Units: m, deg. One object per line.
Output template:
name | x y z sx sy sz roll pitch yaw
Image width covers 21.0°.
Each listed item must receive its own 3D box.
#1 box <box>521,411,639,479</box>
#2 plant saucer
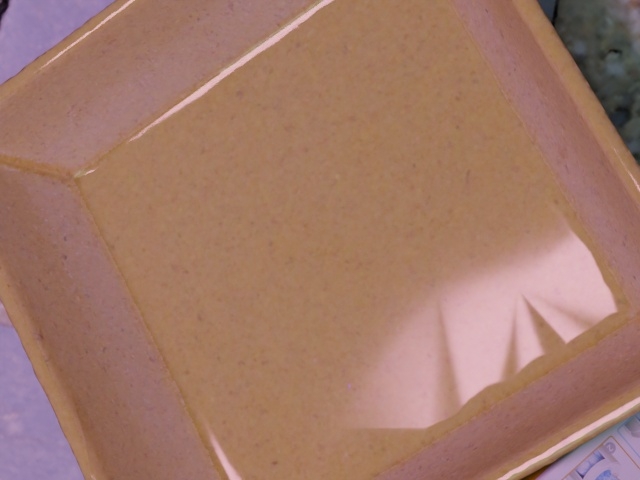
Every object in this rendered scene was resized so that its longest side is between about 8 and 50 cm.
box | 0.172 0.113 0.884 0.203 0.114 0.103 -41 96 -8
plant saucer | 0.000 0.000 0.907 0.333 0.081 0.333 -33 73 16
